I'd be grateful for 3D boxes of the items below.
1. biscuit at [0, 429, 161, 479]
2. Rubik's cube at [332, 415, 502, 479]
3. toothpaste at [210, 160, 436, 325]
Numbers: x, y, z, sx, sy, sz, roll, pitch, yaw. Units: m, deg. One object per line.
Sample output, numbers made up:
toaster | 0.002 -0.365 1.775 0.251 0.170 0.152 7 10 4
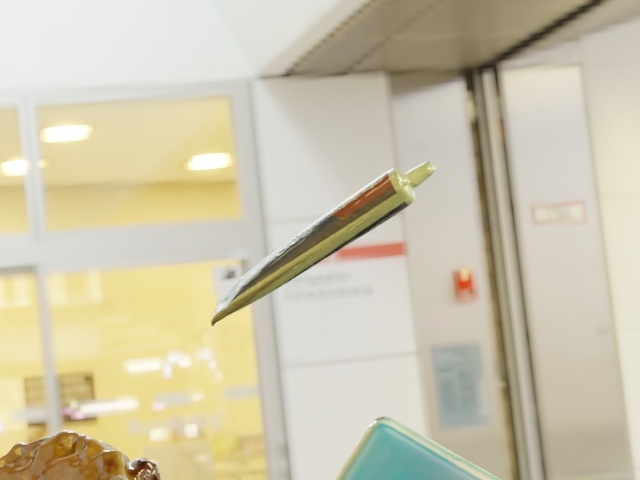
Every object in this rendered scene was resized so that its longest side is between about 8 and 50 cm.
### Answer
biscuit | -0.188 0.248 0.937 0.296 0.296 0.075 -11 -43 37
Rubik's cube | 0.073 0.336 0.994 0.290 0.292 0.291 28 -28 11
toothpaste | 0.000 0.000 0.829 0.140 0.021 0.037 -34 13 13
